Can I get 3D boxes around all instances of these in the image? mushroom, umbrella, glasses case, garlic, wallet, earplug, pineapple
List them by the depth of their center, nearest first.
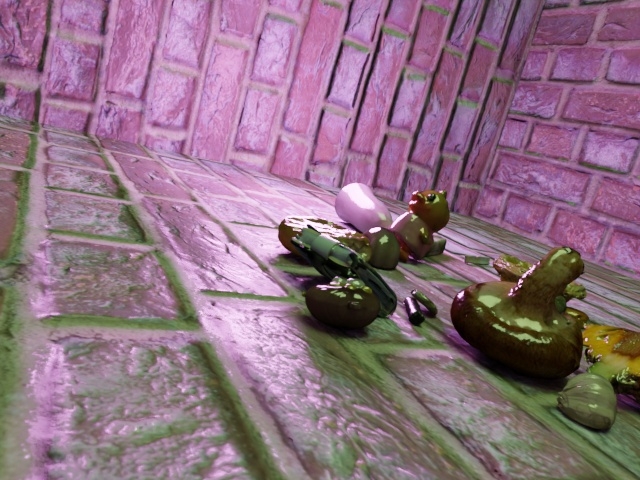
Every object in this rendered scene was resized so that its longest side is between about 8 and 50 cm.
[{"bbox_3d":[0.451,0.262,0.902,0.094,0.074,0.113,28,30,13],"label":"garlic"},{"bbox_3d":[0.596,0.273,1.031,0.164,0.140,0.250,-40,25,-26],"label":"pineapple"},{"bbox_3d":[0.392,0.147,1.100,0.267,0.254,0.267,-1,-10,0],"label":"mushroom"},{"bbox_3d":[0.047,0.064,1.196,0.176,0.075,0.250,49,-10,-36],"label":"wallet"},{"bbox_3d":[0.207,0.155,1.198,0.036,0.031,0.133,40,10,-5],"label":"umbrella"},{"bbox_3d":[0.173,0.016,1.646,0.141,0.117,0.188,24,4,-19],"label":"mushroom"},{"bbox_3d":[0.380,0.014,2.011,0.095,0.062,0.272,22,13,27],"label":"glasses case"},{"bbox_3d":[0.184,-0.096,2.078,0.172,0.172,0.301,10,19,-23],"label":"earplug"}]

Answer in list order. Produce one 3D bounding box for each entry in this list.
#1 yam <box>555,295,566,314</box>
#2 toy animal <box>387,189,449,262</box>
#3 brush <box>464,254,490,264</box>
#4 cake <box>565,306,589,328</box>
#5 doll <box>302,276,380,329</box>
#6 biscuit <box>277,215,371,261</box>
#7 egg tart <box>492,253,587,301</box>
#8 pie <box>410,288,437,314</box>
[{"bbox_3d":[0.603,0.185,1.464,0.078,0.078,0.179,25,18,38],"label":"yam"},{"bbox_3d":[0.332,-0.056,1.804,0.169,0.281,0.195,32,-1,-36],"label":"toy animal"},{"bbox_3d":[0.598,0.073,2.091,0.178,0.033,0.030,5,9,-43],"label":"brush"},{"bbox_3d":[0.714,0.216,1.537,0.084,0.044,0.084,15,9,-3],"label":"cake"},{"bbox_3d":[0.027,0.110,1.029,0.145,0.096,0.188,15,-1,-40],"label":"doll"},{"bbox_3d":[0.000,0.001,1.501,0.274,0.091,0.213,5,18,-36],"label":"biscuit"},{"bbox_3d":[0.659,0.137,1.655,0.288,0.118,0.288,16,8,-2],"label":"egg tart"},{"bbox_3d":[0.243,0.141,1.257,0.084,0.020,0.084,43,-1,1],"label":"pie"}]
